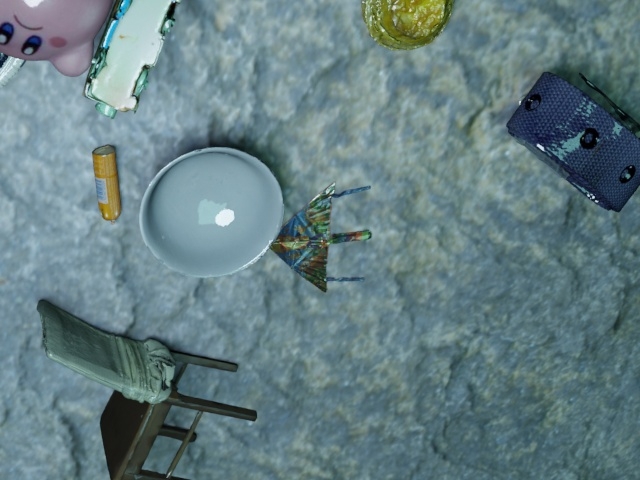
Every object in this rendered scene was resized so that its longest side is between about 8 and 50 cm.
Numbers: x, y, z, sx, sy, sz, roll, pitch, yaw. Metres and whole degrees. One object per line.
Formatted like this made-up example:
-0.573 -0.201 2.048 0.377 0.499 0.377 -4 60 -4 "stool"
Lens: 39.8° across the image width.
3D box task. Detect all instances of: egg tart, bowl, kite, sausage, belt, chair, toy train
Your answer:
0.116 -0.302 1.135 0.130 0.052 0.130 -7 122 -12 "egg tart"
-0.148 -0.052 1.166 0.189 0.086 0.189 -8 121 -14 "bowl"
0.000 0.000 1.284 0.160 0.010 0.183 -5 118 -15 "kite"
-0.277 -0.069 1.148 0.031 0.031 0.107 -7 120 -14 "sausage"
0.378 -0.146 1.257 0.230 0.139 0.126 32 99 -27 "belt"
-0.271 0.225 1.235 0.319 0.160 0.186 21 108 -28 "chair"
-0.222 -0.237 1.036 0.072 0.099 0.188 19 111 -23 "toy train"

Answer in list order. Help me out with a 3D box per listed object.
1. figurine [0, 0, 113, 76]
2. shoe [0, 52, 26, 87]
-0.306 -0.277 0.944 0.173 0.173 0.173 -8 119 -14 "figurine"
-0.398 -0.202 1.019 0.143 0.064 0.071 -44 122 5 "shoe"
